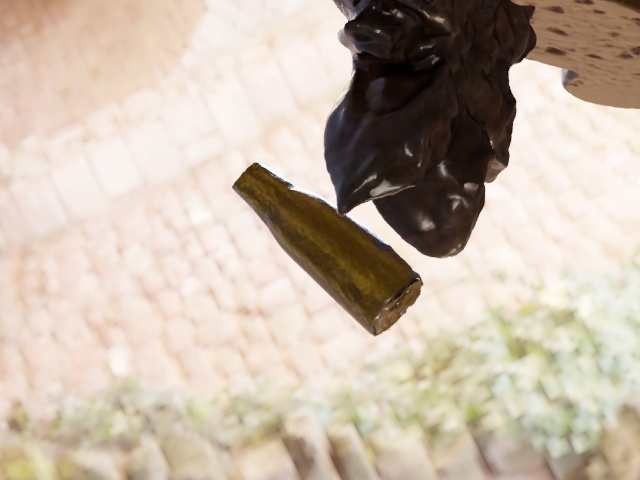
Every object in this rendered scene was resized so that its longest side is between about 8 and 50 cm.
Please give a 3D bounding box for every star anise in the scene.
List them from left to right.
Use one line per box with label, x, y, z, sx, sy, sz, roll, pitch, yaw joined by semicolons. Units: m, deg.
star anise;0.074;-0.142;1.384;0.315;0.108;0.315;6;90;-67

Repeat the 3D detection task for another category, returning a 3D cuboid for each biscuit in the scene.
biscuit;0.226;-0.216;1.741;0.368;0.394;0.076;158;-55;-75

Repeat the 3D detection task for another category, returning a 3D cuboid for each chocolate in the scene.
chocolate;0.000;0.000;1.910;0.219;0.085;0.085;40;-10;18
